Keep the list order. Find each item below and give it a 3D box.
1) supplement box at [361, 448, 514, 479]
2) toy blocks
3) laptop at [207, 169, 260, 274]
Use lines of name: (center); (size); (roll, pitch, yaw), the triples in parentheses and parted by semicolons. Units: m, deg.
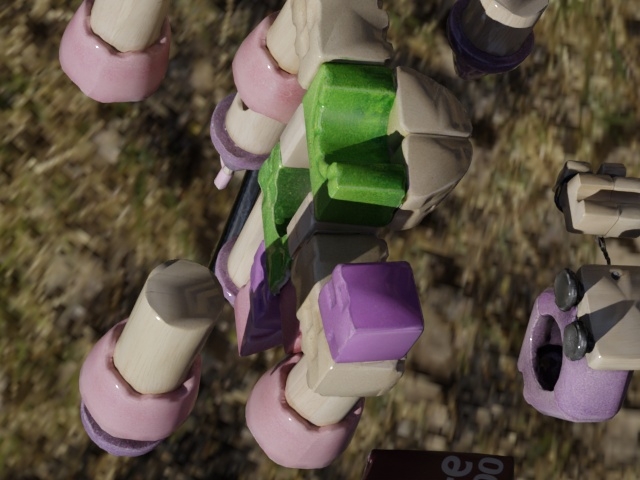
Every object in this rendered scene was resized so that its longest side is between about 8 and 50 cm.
supplement box: (0.047, 0.228, 0.887); (0.073, 0.130, 0.239); (1, 109, 12)
toy blocks: (0.000, 0.000, 1.190); (0.308, 0.289, 0.260); (3, 151, -17)
laptop: (0.110, -0.154, 1.560); (0.236, 0.382, 0.408); (22, 109, -1)
